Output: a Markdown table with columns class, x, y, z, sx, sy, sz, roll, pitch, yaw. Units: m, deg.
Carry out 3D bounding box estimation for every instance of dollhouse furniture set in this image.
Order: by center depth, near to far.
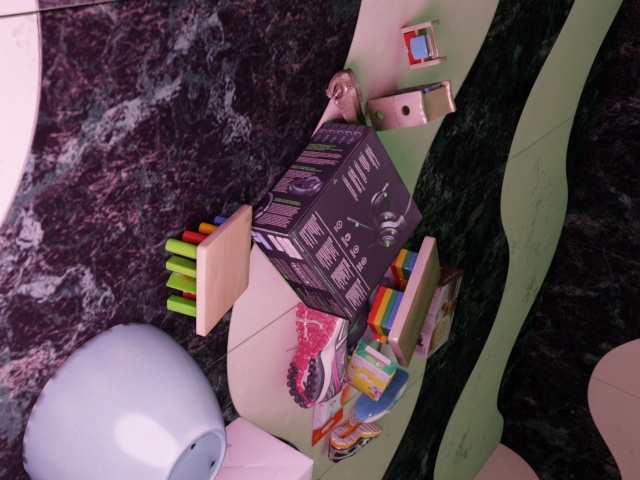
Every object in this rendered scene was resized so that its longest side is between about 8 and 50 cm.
| class | x | y | z | sx | sy | sz | roll | pitch | yaw |
| --- | --- | --- | --- | --- | --- | --- | --- | --- | --- |
| dollhouse furniture set | 0.169 | -0.327 | 1.443 | 0.129 | 0.129 | 0.184 | -30 | 111 | -47 |

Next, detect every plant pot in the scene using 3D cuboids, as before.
| class | x | y | z | sx | sy | sz | roll | pitch | yaw |
| --- | --- | --- | --- | --- | --- | --- | --- | --- | --- |
| plant pot | -0.255 | 0.293 | 1.074 | 0.290 | 0.195 | 0.290 | -38 | 141 | -40 |

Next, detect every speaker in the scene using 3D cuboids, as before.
| class | x | y | z | sx | sy | sz | roll | pitch | yaw |
| --- | --- | --- | --- | --- | --- | --- | --- | --- | --- |
| speaker | 0.196 | 0.271 | 1.974 | 0.055 | 0.055 | 0.136 | -24 | 130 | -52 |

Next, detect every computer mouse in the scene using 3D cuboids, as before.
| class | x | y | z | sx | sy | sz | roll | pitch | yaw |
| --- | --- | --- | --- | --- | --- | --- | --- | --- | --- |
| computer mouse | 0.054 | 0.251 | 1.668 | 0.262 | 0.060 | 0.184 | -53 | 148 | -5 |

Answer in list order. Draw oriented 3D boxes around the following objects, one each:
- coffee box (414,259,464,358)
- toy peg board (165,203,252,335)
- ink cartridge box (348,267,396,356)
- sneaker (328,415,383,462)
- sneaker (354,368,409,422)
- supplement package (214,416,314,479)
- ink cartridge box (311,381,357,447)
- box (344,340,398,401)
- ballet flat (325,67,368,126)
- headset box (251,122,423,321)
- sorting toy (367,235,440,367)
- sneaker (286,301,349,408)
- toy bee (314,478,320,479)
| class | x | y | z | sx | sy | sz | roll | pitch | yaw |
| --- | --- | --- | --- | --- | --- | --- | --- | --- | --- |
| coffee box | 0.318 | 0.195 | 2.078 | 0.141 | 0.098 | 0.246 | -28 | 134 | -49 |
| toy peg board | -0.181 | 0.037 | 1.157 | 0.160 | 0.079 | 0.161 | -52 | 153 | -56 |
| ink cartridge box | 0.109 | 0.167 | 1.757 | 0.224 | 0.045 | 0.223 | -30 | 135 | -47 |
| sneaker | 0.090 | 0.541 | 1.976 | 0.215 | 0.084 | 0.083 | -5 | 118 | -49 |
| sneaker | 0.175 | 0.455 | 2.045 | 0.228 | 0.087 | 0.092 | -30 | 137 | -45 |
| supplement package | -0.155 | 0.537 | 1.420 | 0.199 | 0.198 | 0.263 | -31 | 135 | -47 |
| ink cartridge box | 0.038 | 0.432 | 1.837 | 0.145 | 0.045 | 0.179 | -33 | 135 | -45 |
| box | 0.113 | 0.315 | 1.706 | 0.043 | 0.105 | 0.179 | -50 | 167 | -33 |
| ballet flat | 0.059 | -0.219 | 1.371 | 0.058 | 0.084 | 0.250 | -26 | 143 | -4 |
| headset box | 0.036 | -0.044 | 1.323 | 0.283 | 0.131 | 0.246 | -54 | 131 | -22 |
| sorting toy | 0.197 | 0.142 | 1.717 | 0.255 | 0.089 | 0.257 | 62 | 47 | -65 |
| sneaker | 0.012 | 0.206 | 1.527 | 0.112 | 0.121 | 0.299 | -6 | 118 | -41 |
| toy bee | -0.059 | 0.613 | 1.636 | 0.162 | 0.195 | 0.298 | -5 | 129 | -27 |
